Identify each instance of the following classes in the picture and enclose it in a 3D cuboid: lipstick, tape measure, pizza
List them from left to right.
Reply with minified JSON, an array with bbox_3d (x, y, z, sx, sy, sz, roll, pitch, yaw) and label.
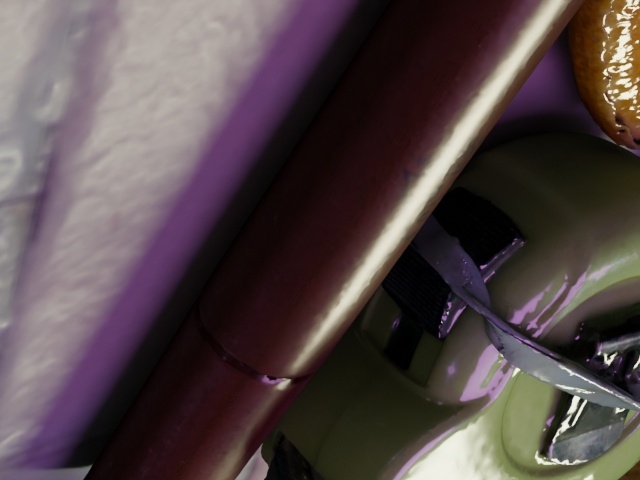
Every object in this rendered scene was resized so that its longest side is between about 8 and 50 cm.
[{"bbox_3d":[0.000,0.000,0.680,0.057,0.057,0.356,-5,142,-42],"label":"lipstick"},{"bbox_3d":[0.089,0.044,0.769,0.200,0.106,0.175,-2,123,-38],"label":"tape measure"},{"bbox_3d":[0.162,-0.122,0.679,0.176,0.036,0.184,-35,149,-4],"label":"pizza"}]

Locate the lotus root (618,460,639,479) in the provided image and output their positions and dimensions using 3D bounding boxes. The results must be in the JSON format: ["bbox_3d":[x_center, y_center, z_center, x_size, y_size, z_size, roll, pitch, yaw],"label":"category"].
[{"bbox_3d":[0.193,0.086,0.937,0.260,0.128,0.145,-27,-174,-7],"label":"lotus root"}]
